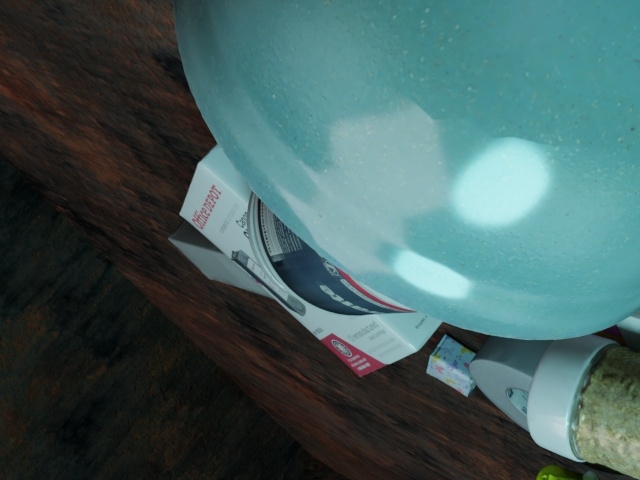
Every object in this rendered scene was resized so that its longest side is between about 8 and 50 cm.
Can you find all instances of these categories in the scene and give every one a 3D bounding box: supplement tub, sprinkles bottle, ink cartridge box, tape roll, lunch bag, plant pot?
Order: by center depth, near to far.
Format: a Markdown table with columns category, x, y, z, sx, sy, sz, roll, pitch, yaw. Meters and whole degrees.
| category | x | y | z | sx | sy | sz | roll | pitch | yaw |
| --- | --- | --- | --- | --- | --- | --- | --- | --- | --- |
| plant pot | 0.104 | -0.130 | 0.480 | 0.293 | 0.293 | 0.196 | 38 | 138 | 0 |
| sprinkles bottle | 0.361 | 0.180 | 0.954 | 0.355 | 0.121 | 0.121 | 15 | 154 | 40 |
| supplement tub | 0.050 | -0.029 | 0.967 | 0.191 | 0.191 | 0.272 | 41 | 164 | -12 |
| ink cartridge box | 0.000 | 0.000 | 1.237 | 0.306 | 0.131 | 0.226 | 40 | 161 | -1 |
| tape roll | 0.284 | 0.180 | 1.268 | 0.219 | 0.072 | 0.219 | 34 | 165 | 11 |
| lunch bag | 0.187 | 0.176 | 1.507 | 0.071 | 0.053 | 0.083 | 30 | 153 | 17 |

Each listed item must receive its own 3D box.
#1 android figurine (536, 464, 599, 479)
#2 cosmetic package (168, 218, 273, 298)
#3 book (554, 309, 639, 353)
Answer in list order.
| category | x | y | z | sx | sy | sz | roll | pitch | yaw |
| --- | --- | --- | --- | --- | --- | --- | --- | --- | --- |
| android figurine | 0.376 | 0.315 | 1.292 | 0.248 | 0.056 | 0.273 | 2 | 166 | 45 |
| cosmetic package | -0.092 | -0.006 | 1.468 | 0.107 | 0.127 | 0.238 | 47 | 160 | -31 |
| book | 0.285 | 0.085 | 1.074 | 0.144 | 0.035 | 0.096 | 18 | 154 | 46 |
